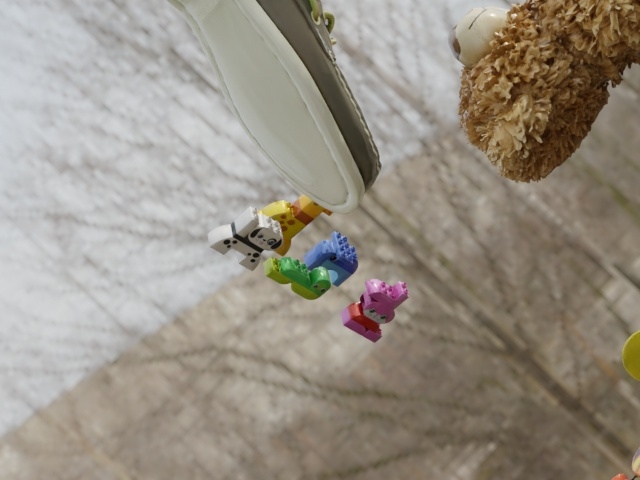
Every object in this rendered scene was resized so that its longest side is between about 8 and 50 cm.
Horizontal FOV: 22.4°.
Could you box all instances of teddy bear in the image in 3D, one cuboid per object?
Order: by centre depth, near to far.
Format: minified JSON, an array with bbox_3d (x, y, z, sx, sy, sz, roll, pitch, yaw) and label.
[{"bbox_3d":[0.205,-0.200,1.131,0.338,0.113,0.245,-45,23,29],"label":"teddy bear"}]

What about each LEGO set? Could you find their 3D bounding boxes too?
[{"bbox_3d":[0.000,0.000,1.598,0.093,0.227,0.087,-41,39,24],"label":"LEGO set"}]

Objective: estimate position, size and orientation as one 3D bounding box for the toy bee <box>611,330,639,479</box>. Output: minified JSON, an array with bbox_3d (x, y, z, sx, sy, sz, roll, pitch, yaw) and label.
[{"bbox_3d":[0.327,0.166,1.426,0.162,0.195,0.298,-35,-5,37],"label":"toy bee"}]

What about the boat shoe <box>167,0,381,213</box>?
[{"bbox_3d":[-0.040,-0.163,1.196,0.091,0.305,0.109,-37,6,-32],"label":"boat shoe"}]
